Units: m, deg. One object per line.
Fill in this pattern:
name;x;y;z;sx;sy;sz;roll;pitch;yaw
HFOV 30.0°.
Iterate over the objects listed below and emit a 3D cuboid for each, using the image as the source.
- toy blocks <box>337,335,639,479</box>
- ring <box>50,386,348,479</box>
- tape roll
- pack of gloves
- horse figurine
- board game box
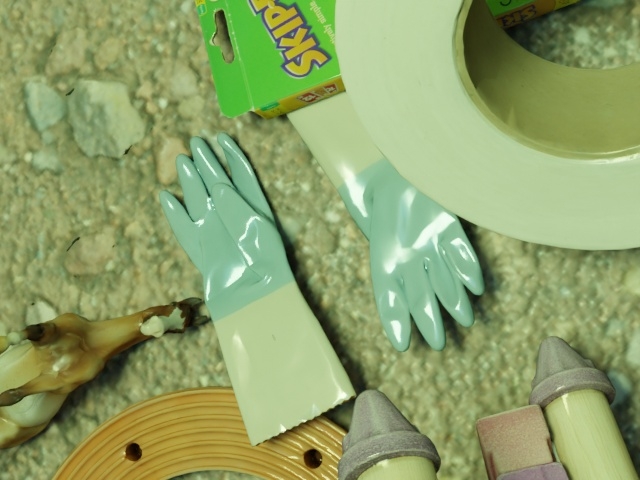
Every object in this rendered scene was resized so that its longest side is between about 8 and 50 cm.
toy blocks;0.154;0.174;0.700;0.288;0.309;0.260;-14;53;-2
ring;-0.066;0.272;0.856;0.336;0.032;0.337;0;90;18
tape roll;0.155;-0.131;0.672;0.286;0.100;0.286;8;130;9
pack of gloves;0.000;0.000;0.842;0.195;0.046;0.232;-29;70;15
horse figurine;-0.225;0.115;0.859;0.263;0.174;0.066;-39;81;27
board game box;0.038;-0.177;0.819;0.259;0.039;0.124;-18;73;15
